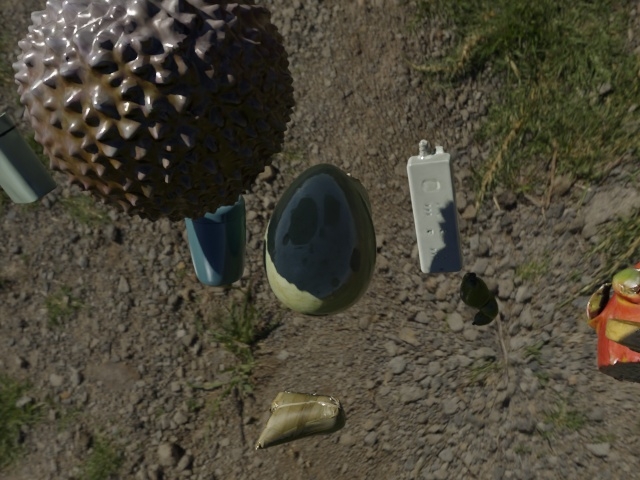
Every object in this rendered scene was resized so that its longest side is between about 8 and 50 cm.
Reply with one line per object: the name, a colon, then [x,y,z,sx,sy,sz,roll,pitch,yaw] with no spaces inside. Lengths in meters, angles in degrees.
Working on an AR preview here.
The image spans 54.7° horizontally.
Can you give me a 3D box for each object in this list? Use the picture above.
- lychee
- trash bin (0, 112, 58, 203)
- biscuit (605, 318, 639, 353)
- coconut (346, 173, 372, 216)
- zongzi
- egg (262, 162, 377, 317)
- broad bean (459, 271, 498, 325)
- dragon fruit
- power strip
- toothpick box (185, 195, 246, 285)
lychee: [-0.222,-0.207,0.875,0.381,0.432,0.380,-1,92,-22]
trash bin: [-0.480,-0.125,0.957,0.116,0.130,0.059,5,41,50]
biscuit: [0.342,0.100,0.483,0.240,0.158,0.035,9,88,56]
coconut: [0.028,-0.077,1.640,0.230,0.227,0.227,-41,65,50]
zongzi: [-0.047,0.456,1.518,0.195,0.197,0.099,-1,113,21]
egg: [0.000,0.000,1.182,0.219,0.218,0.295,5,95,18]
broad bean: [0.337,0.123,1.323,0.070,0.213,0.048,-24,47,7]
dragon fruit: [0.588,0.110,0.973,0.306,0.305,0.225,1,73,17]
power strip: [0.261,-0.067,1.403,0.098,0.058,0.338,-3,118,18]
toothpick box: [-0.208,-0.004,1.245,0.120,0.120,0.184,10,118,18]
